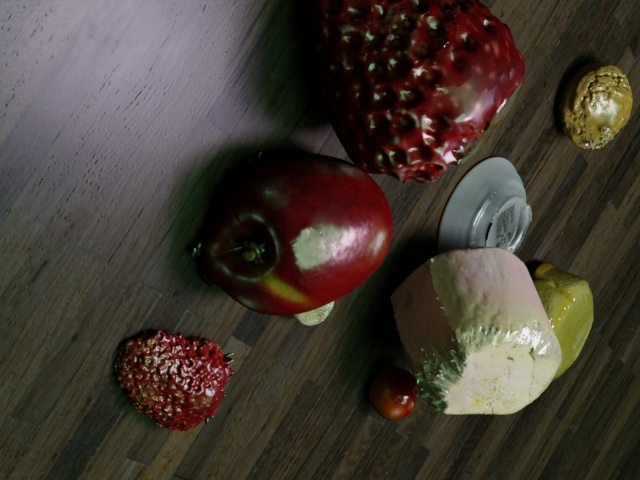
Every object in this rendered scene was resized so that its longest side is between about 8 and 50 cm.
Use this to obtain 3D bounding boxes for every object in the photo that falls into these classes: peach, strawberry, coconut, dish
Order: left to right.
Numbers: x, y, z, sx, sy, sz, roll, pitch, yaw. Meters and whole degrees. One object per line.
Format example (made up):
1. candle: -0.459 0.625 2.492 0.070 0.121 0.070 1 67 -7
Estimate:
1. strawberry: -0.223 0.229 1.536 0.208 0.087 0.167 14 102 -49
2. peach: 0.000 0.000 1.559 0.361 0.201 0.258 0 110 -48
3. peach: 0.145 0.302 1.980 0.100 0.100 0.101 -25 128 -37
4. strawberry: 0.132 -0.285 1.497 0.317 0.295 0.345 -37 114 -9
5. coconut: 0.280 0.159 1.890 0.297 0.310 0.298 -9 133 -10
6. dish: 0.352 -0.034 2.020 0.260 0.085 0.260 -26 129 -37

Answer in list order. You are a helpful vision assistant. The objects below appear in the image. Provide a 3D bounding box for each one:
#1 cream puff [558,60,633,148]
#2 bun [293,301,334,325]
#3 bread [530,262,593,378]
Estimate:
1. cream puff: 0.587 -0.282 2.104 0.189 0.129 0.189 -22 123 -38
2. bun: -0.018 0.103 1.717 0.086 0.055 0.086 -19 129 -24
3. bread: 0.514 0.190 2.272 0.270 0.148 0.270 -29 129 -42
